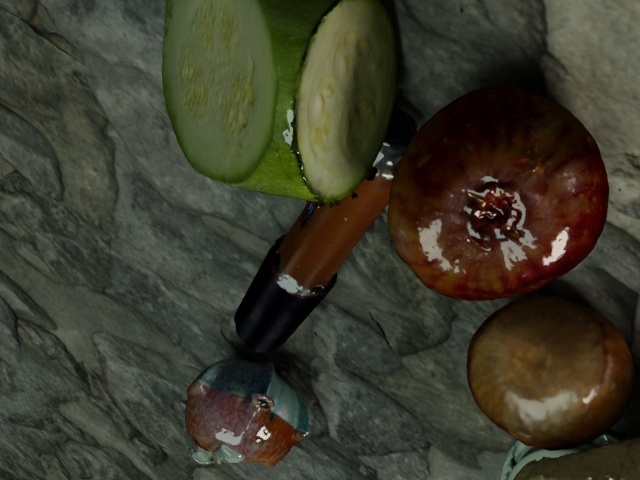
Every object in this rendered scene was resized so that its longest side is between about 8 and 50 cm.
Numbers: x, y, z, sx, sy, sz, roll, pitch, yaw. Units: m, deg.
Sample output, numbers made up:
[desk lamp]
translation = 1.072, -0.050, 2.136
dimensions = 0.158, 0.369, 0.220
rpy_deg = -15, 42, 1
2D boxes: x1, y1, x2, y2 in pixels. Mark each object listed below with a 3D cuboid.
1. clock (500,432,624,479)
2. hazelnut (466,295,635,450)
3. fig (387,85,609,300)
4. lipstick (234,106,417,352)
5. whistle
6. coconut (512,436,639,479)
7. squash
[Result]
[clock]
translation = 0.277, 0.303, 1.351
dimensions = 0.236, 0.053, 0.237
rpy_deg = 20, 123, 33
[hazelnut]
translation = 0.214, 0.117, 1.191
dimensions = 0.150, 0.150, 0.150
rpy_deg = 25, 145, 19
[fig]
translation = 0.145, -0.045, 1.049
dimensions = 0.175, 0.207, 0.175
rpy_deg = 4, 106, 14
[lipstick]
translation = 0.000, 0.000, 1.281
dimensions = 0.077, 0.077, 0.418
rpy_deg = 36, 146, 1
[whistle]
translation = -0.112, 0.230, 1.631
dimensions = 0.142, 0.134, 0.346
rpy_deg = 5, 161, -16
[coconut]
translation = 0.300, 0.318, 1.148
dimensions = 0.297, 0.297, 0.254
rpy_deg = 9, 172, 36
[squash]
translation = -0.079, -0.139, 1.079
dimensions = 0.260, 0.189, 0.189
rpy_deg = 15, 141, 28
